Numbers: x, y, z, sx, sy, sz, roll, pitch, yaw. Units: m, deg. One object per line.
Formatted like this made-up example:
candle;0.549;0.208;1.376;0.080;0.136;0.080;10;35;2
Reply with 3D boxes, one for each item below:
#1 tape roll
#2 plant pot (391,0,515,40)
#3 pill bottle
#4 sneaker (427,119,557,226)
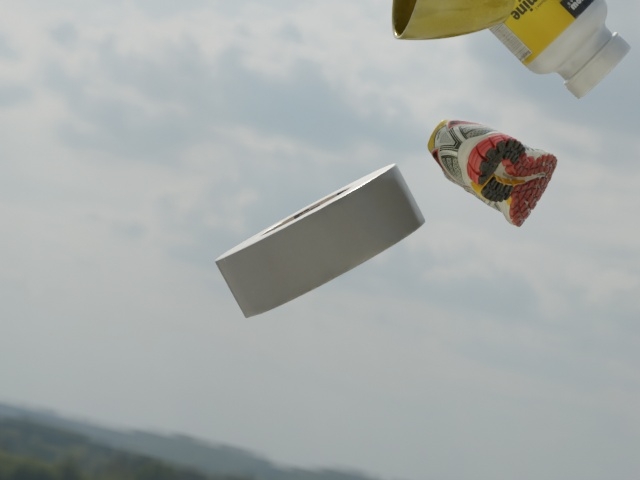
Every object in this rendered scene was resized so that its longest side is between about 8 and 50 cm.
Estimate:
tape roll;0.000;0.000;1.986;0.219;0.072;0.219;-29;4;2
plant pot;0.127;-0.240;1.702;0.095;0.134;0.134;10;-8;-10
pill bottle;0.218;-0.231;1.864;0.184;0.103;0.103;45;-11;-2
sneaker;0.184;-0.082;1.993;0.093;0.088;0.225;31;-1;27
